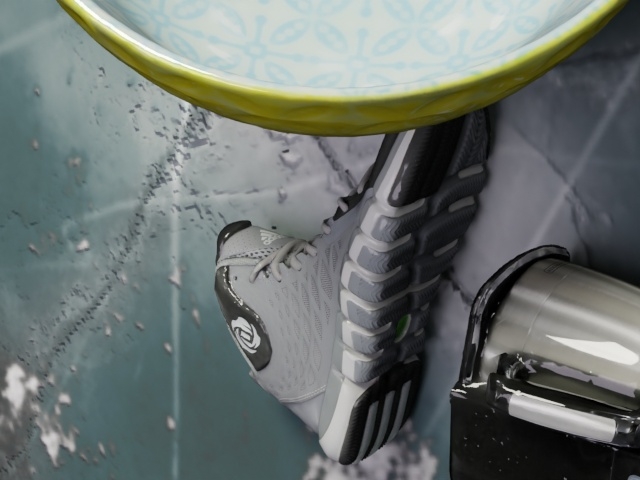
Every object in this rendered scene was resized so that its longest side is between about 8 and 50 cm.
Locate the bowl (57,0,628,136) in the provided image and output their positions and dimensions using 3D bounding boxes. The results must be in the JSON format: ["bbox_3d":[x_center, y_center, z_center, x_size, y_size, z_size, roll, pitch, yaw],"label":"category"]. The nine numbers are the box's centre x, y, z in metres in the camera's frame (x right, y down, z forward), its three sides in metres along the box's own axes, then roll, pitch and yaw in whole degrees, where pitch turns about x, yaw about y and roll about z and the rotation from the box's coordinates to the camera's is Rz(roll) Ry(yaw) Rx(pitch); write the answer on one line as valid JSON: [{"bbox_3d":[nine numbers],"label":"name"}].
[{"bbox_3d":[0.010,-0.159,0.607,0.289,0.289,0.156,50,168,15],"label":"bowl"}]

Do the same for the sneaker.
[{"bbox_3d":[0.000,0.000,0.725,0.132,0.086,0.228,31,120,30],"label":"sneaker"}]

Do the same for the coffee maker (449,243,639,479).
[{"bbox_3d":[0.161,0.102,0.626,0.178,0.120,0.171,20,137,33],"label":"coffee maker"}]
